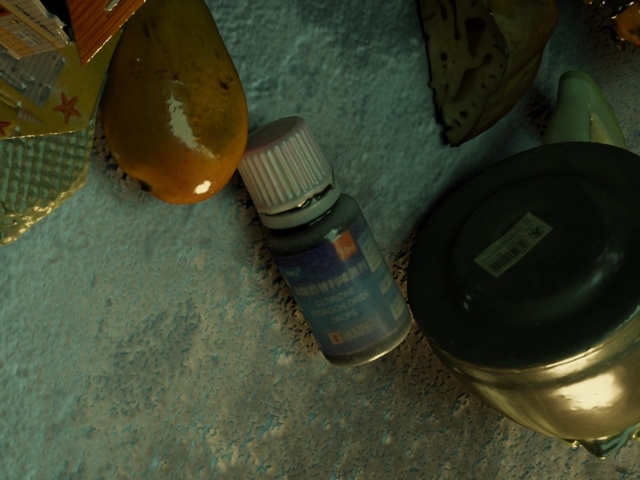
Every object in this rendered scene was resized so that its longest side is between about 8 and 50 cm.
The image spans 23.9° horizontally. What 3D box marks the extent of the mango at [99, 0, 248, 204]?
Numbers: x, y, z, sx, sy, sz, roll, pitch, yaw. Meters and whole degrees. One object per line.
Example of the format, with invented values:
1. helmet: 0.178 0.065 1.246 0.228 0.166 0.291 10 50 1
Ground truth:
1. mango: -0.113 -0.108 1.131 0.115 0.089 0.165 -24 103 -36

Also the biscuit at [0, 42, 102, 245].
1. biscuit: -0.238 -0.135 1.056 0.150 0.052 0.252 -41 115 -30

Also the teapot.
1. teapot: 0.214 0.043 1.349 0.239 0.321 0.239 -27 133 7

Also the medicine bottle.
1. medicine bottle: 0.000 0.000 1.226 0.083 0.083 0.203 -38 112 -30

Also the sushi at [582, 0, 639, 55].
1. sushi: 0.364 -0.258 1.427 0.204 0.200 0.213 35 48 -33

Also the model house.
1. model house: -0.177 -0.182 0.987 0.219 0.136 0.207 38 63 -33

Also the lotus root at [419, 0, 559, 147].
1. lotus root: 0.159 -0.179 1.338 0.135 0.095 0.159 -36 118 -35
